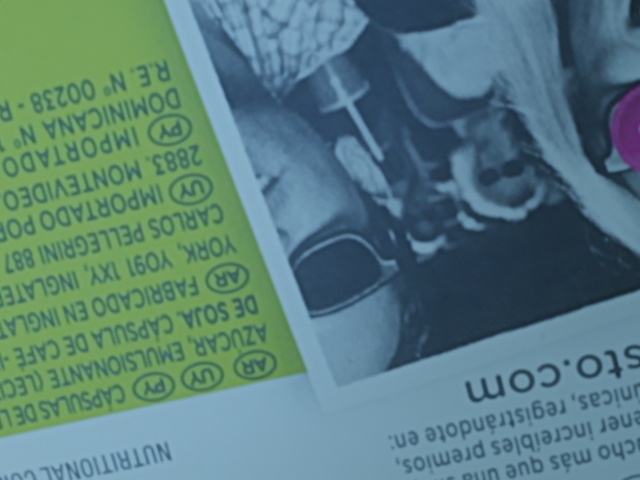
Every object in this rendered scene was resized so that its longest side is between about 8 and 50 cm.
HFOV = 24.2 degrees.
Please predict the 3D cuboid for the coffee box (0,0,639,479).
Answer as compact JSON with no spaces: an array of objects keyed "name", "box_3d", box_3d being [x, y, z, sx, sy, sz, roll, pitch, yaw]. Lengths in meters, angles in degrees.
[{"name":"coffee box","box_3d":[0.000,0.000,0.498,0.338,0.337,0.334,-14,102,8]}]
